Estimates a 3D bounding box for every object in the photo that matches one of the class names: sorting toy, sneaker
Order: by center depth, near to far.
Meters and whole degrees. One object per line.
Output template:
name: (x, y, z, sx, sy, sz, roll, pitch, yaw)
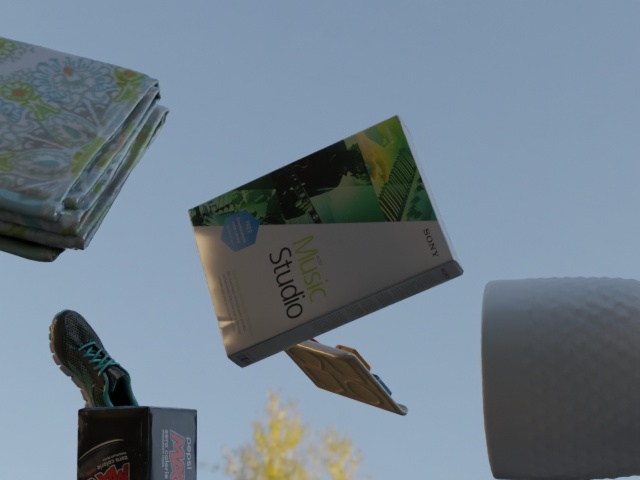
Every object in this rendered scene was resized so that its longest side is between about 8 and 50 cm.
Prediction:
sneaker: (-0.249, 0.150, 1.448, 0.076, 0.065, 0.167, -23, -84, 47)
sorting toy: (0.027, 0.206, 2.044, 0.193, 0.038, 0.208, 13, -24, 43)

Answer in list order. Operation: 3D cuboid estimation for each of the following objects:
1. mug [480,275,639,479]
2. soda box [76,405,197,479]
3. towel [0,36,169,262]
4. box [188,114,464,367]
mug: (0.399, 0.233, 1.721, 0.327, 0.374, 0.276, -3, 4, 14)
soda box: (-0.111, 0.185, 0.762, 0.053, 0.169, 0.060, -6, -10, 25)
towel: (-0.404, -0.127, 1.534, 0.374, 0.321, 0.090, 15, -49, 8)
box: (0.000, 0.000, 1.660, 0.322, 0.232, 0.058, -24, -29, 9)
